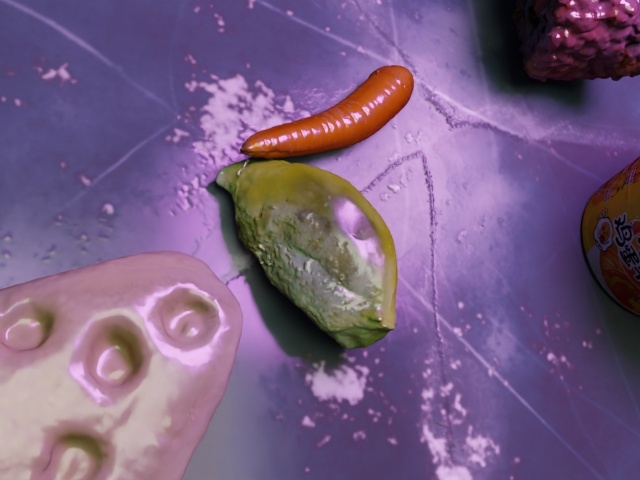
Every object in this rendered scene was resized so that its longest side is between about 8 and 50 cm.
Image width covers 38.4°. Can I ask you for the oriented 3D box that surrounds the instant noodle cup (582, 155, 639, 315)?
[{"bbox_3d":[0.471,-0.023,1.149,0.264,0.200,0.264,7,71,-22],"label":"instant noodle cup"}]

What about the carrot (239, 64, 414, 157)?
[{"bbox_3d":[0.020,-0.136,1.066,0.062,0.066,0.271,40,56,23],"label":"carrot"}]

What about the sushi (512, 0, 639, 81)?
[{"bbox_3d":[0.342,-0.340,1.184,0.171,0.236,0.270,-2,73,1],"label":"sushi"}]

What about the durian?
[{"bbox_3d":[0.000,0.000,0.997,0.139,0.101,0.250,-27,79,-27],"label":"durian"}]

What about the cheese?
[{"bbox_3d":[-0.249,0.106,0.843,0.351,0.129,0.328,38,65,-10],"label":"cheese"}]
